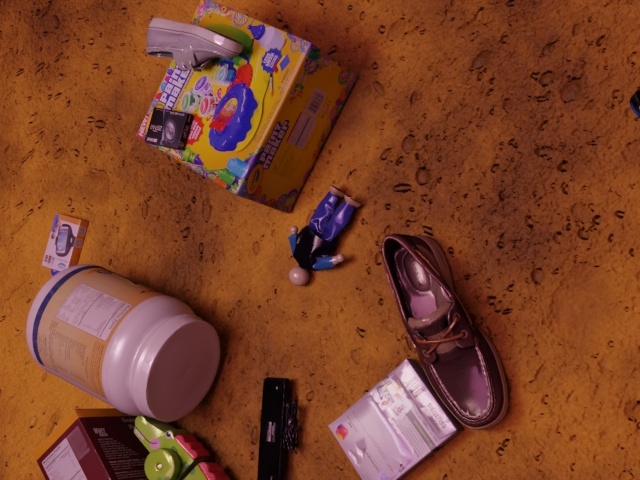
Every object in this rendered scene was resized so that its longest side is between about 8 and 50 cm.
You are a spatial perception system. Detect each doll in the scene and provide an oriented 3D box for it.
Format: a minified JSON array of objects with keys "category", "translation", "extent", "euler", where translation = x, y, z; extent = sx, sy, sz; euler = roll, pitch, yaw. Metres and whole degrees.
[{"category":"doll","translation":[0.000,0.000,1.563],"extent":[0.129,0.046,0.189],"euler":[37,99,31]}]

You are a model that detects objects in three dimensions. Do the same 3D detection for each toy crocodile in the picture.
[{"category":"toy crocodile","translation":[-0.215,0.434,1.569],"extent":[0.105,0.115,0.340],"euler":[-49,64,7]}]

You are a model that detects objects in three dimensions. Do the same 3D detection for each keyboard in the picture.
[{"category":"keyboard","translation":[-0.069,0.342,1.556],"extent":[0.100,0.038,0.192],"euler":[-7,77,53]}]

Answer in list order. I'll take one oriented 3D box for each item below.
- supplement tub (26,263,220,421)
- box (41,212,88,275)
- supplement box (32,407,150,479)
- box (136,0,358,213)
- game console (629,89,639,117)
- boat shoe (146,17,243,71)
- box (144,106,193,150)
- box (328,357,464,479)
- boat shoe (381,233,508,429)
[{"category":"supplement tub","translation":[-0.367,0.191,1.633],"extent":[0.316,0.228,0.228],"euler":[19,91,31]},{"category":"box","translation":[-0.556,0.014,1.892],"extent":[0.081,0.028,0.136],"euler":[13,86,31]},{"category":"supplement box","translation":[-0.389,0.427,1.623],"extent":[0.129,0.191,0.194],"euler":[-45,63,16]},{"category":"box","translation":[-0.138,-0.248,1.613],"extent":[0.279,0.177,0.290],"euler":[29,96,32]},{"category":"game console","translation":[0.617,-0.158,1.172],"extent":[0.293,0.250,0.173],"euler":[55,135,26]},{"category":"boat shoe","translation":[-0.226,-0.336,1.541],"extent":[0.227,0.079,0.081],"euler":[21,98,38]},{"category":"box","translation":[-0.273,-0.201,1.568],"extent":[0.083,0.018,0.067],"euler":[15,87,32]},{"category":"box","translation":[0.122,0.309,1.441],"extent":[0.186,0.038,0.145],"euler":[-43,63,15]},{"category":"boat shoe","translation":[0.184,0.138,1.386],"extent":[0.123,0.123,0.342],"euler":[-28,68,23]}]
